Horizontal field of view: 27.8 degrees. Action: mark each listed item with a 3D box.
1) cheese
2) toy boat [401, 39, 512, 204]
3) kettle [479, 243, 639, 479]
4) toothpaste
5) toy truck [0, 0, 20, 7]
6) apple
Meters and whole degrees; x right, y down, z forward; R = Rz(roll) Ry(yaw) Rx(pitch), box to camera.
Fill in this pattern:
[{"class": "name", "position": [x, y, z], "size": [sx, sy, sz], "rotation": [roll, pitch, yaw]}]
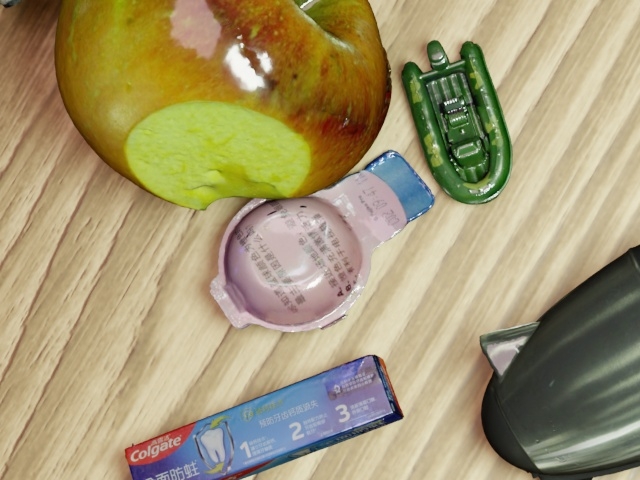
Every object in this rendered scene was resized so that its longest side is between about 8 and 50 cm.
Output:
[{"class": "cheese", "position": [0.000, 0.000, 1.529], "size": [0.286, 0.074, 0.189], "rotation": [-36, 73, -9]}, {"class": "toy boat", "position": [0.165, -0.138, 1.527], "size": [0.104, 0.052, 0.210], "rotation": [-17, 73, 8]}, {"class": "kettle", "position": [0.303, 0.157, 1.369], "size": [0.271, 0.251, 0.207], "rotation": [-31, 41, 14]}, {"class": "toothpaste", "position": [-0.067, 0.224, 1.499], "size": [0.320, 0.066, 0.076], "rotation": [-22, 73, 10]}, {"class": "toy truck", "position": [-0.316, -0.463, 1.653], "size": [0.387, 0.207, 0.173], "rotation": [-31, 112, 6]}, {"class": "apple", "position": [-0.120, -0.201, 1.487], "size": [0.374, 0.374, 0.384], "rotation": [-35, 103, 5]}]
